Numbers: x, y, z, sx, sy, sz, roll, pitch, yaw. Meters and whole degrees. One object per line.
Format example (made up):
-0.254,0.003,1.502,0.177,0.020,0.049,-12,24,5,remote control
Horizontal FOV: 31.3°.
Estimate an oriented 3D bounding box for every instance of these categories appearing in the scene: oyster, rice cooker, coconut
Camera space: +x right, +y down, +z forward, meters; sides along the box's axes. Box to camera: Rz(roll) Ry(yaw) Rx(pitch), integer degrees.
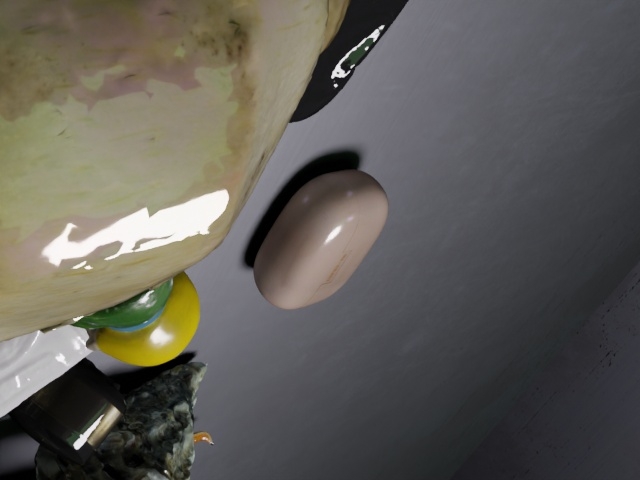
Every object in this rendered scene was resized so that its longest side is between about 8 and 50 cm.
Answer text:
-0.226,0.255,1.375,0.351,0.158,0.162,-55,134,-56,oyster
-0.270,0.174,1.216,0.106,0.112,0.165,-51,-166,-8,rice cooker
-0.184,-0.115,0.606,0.352,0.352,0.352,-33,156,-17,coconut

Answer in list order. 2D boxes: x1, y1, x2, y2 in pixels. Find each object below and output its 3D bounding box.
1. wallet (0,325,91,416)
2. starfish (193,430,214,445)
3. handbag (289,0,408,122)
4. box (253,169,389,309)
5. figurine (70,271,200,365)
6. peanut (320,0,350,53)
-0.309,0.108,1.107,0.183,0.032,0.124,-37,125,-7,wallet
-0.277,0.324,1.604,0.247,0.050,0.138,-31,157,-4,starfish
0.005,-0.223,0.992,0.191,0.075,0.332,-6,141,-52,handbag
0.000,0.000,1.375,0.146,0.088,0.200,-13,144,-45,box
-0.208,0.046,1.062,0.234,0.185,0.127,80,18,-82,figurine
-0.069,-0.159,0.875,0.298,0.136,0.120,-47,151,24,peanut
